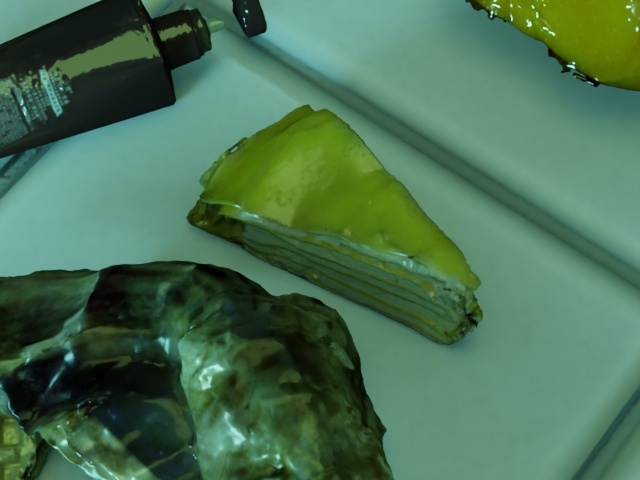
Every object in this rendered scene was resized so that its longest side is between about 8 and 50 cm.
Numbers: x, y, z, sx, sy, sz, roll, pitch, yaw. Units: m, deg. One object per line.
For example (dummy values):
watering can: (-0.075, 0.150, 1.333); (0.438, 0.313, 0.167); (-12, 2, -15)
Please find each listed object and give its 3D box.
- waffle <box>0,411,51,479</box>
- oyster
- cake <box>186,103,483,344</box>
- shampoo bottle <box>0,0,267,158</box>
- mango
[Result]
waffle: (-0.182, 0.159, 0.738); (0.097, 0.023, 0.153); (-8, 61, 2)
oyster: (-0.080, 0.083, 0.726); (0.294, 0.094, 0.166); (16, 62, 9)
cake: (0.000, -0.002, 0.777); (0.116, 0.080, 0.185); (-27, 69, -12)
shampoo bottle: (-0.148, -0.108, 0.845); (0.236, 0.068, 0.067); (-21, 61, -7)
mango: (0.189, -0.171, 0.819); (0.252, 0.126, 0.154); (26, 48, 7)
